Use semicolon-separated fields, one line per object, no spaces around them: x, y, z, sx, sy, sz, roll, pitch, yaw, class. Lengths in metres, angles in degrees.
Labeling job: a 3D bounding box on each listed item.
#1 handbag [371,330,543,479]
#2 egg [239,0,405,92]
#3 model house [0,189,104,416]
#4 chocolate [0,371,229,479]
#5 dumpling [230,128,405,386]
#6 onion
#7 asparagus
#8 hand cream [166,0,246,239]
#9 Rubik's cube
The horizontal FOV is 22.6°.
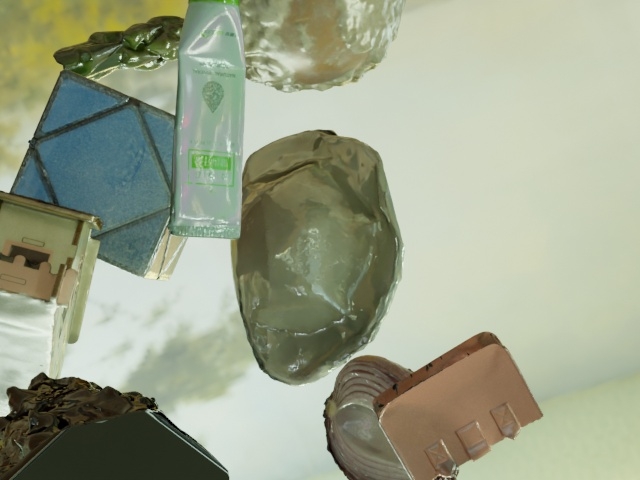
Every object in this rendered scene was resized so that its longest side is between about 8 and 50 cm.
0.195;0.244;2.285;0.212;0.157;0.059;-31;-163;0;handbag
-0.029;-0.325;1.915;0.279;0.310;0.279;-26;-171;4;egg
-0.345;0.048;1.815;0.326;0.169;0.244;106;-2;-52;model house
-0.214;0.192;1.362;0.206;0.224;0.177;-42;-137;2;chocolate
0.000;-0.003;2.101;0.260;0.181;0.341;-25;-147;32;dumpling
0.140;0.312;2.559;0.120;0.227;0.283;-18;-138;-42;onion
-0.270;-0.277;2.301;0.287;0.080;0.080;-22;-176;-35;asparagus
-0.115;-0.140;1.637;0.079;0.275;0.050;2;178;-8;hand cream
-0.260;-0.078;2.047;0.207;0.205;0.205;25;88;-87;Rubik's cube
